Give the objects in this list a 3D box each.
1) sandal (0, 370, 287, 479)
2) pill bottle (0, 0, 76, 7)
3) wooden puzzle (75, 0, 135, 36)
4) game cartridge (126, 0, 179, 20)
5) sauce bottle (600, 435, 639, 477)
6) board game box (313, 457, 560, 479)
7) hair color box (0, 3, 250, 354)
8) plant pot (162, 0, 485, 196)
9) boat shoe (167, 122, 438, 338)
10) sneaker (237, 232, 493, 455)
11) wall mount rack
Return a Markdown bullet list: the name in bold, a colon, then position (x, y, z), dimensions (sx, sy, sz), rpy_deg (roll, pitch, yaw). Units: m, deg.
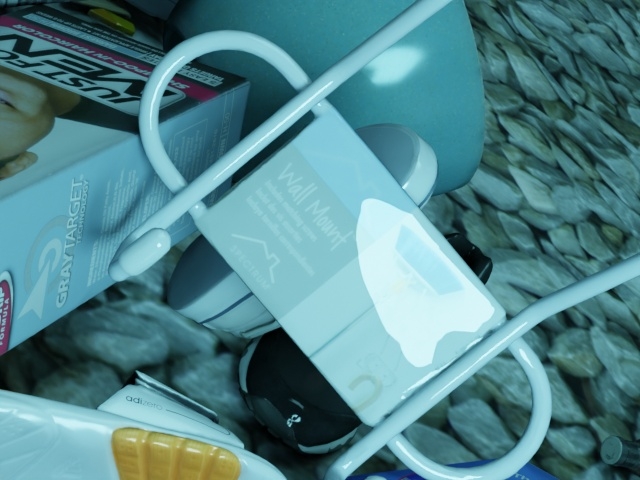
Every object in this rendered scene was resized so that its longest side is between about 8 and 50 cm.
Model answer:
- **sandal**: position (-0.133, 0.116, 0.921), dimensions (0.265, 0.102, 0.076), rpy_deg (22, 37, -25)
- **pill bottle**: position (-0.244, -0.261, 1.133), dimensions (0.319, 0.176, 0.176), rpy_deg (-8, 48, -15)
- **wooden puzzle**: position (-0.211, -0.229, 1.378), dimensions (0.078, 0.014, 0.116), rpy_deg (19, 33, -38)
- **game cartridge**: position (-0.239, -0.324, 1.418), dimensions (0.294, 0.060, 0.196), rpy_deg (30, 29, -15)
- **sauce bottle**: position (0.302, 0.198, 1.354), dimensions (0.128, 0.042, 0.042), rpy_deg (15, 38, -32)
- **board game box**: position (0.174, 0.250, 0.951), dimensions (0.233, 0.078, 0.347), rpy_deg (2, 18, -46)
- **hair color box**: position (-0.215, -0.042, 0.969), dimensions (0.185, 0.113, 0.374), rpy_deg (21, 26, 17)
- **plant pot**: position (-0.018, -0.148, 1.275), dimensions (0.195, 0.290, 0.290), rpy_deg (-21, 58, -15)
- **boat shoe**: position (0.000, 0.000, 1.074), dimensions (0.084, 0.258, 0.095), rpy_deg (32, 52, -30)
- **sneaker**: position (0.041, 0.059, 1.165), dimensions (0.107, 0.124, 0.283), rpy_deg (44, 31, 8)
- **wall mount rack**: position (0.058, -0.006, 0.905), dimensions (0.350, 0.304, 0.130), rpy_deg (49, 6, -9)
